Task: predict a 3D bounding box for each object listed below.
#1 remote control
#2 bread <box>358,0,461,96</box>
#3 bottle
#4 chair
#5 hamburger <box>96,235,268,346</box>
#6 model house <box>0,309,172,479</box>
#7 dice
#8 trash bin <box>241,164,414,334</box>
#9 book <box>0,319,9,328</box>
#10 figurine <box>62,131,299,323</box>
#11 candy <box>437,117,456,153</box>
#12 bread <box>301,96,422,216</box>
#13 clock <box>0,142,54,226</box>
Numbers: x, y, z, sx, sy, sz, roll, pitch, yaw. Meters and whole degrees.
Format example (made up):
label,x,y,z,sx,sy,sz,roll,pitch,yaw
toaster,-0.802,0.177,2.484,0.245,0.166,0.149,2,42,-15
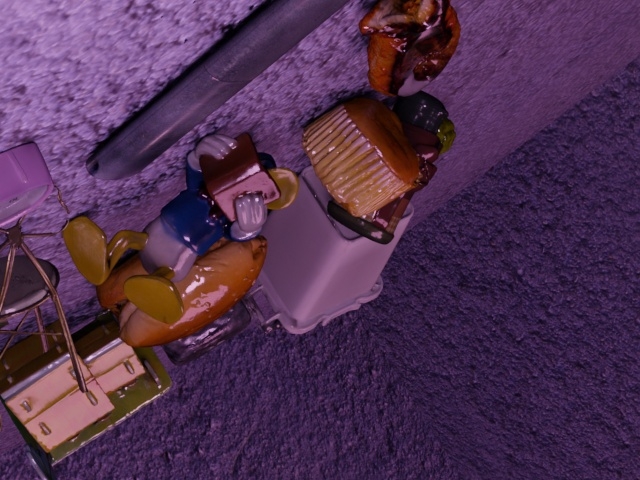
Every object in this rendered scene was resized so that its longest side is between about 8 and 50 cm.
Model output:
label,x,y,z,sx,sy,sz,roll,pitch,yaw
remote control,-0.115,-0.185,1.380,0.377,0.044,0.107,-35,177,29
bread,0.116,-0.273,1.612,0.139,0.095,0.269,-33,159,-2
bottle,0.125,-0.138,2.142,0.271,0.156,0.143,-61,156,6
chair,-0.400,0.066,1.557,0.159,0.170,0.326,-23,126,-28
hamburger,-0.230,0.068,2.127,0.314,0.170,0.290,-34,179,4
model house,-0.424,0.300,2.225,0.300,0.340,0.323,-32,169,-9
dice,-0.250,0.126,2.356,0.181,0.182,0.183,-30,172,-5
trash bin,0.000,0.000,2.388,0.296,0.256,0.368,-22,162,-28
book,-0.638,0.191,1.842,0.228,0.018,0.322,-34,173,15
figurine,-0.156,-0.067,1.735,0.283,0.204,0.338,-47,177,39
candy,0.226,-0.211,2.423,0.096,0.097,0.209,-34,176,17
bread,0.075,-0.139,1.951,0.133,0.179,0.250,-38,173,16
clock,-0.362,-0.041,1.296,0.152,0.050,0.110,-27,172,-31
